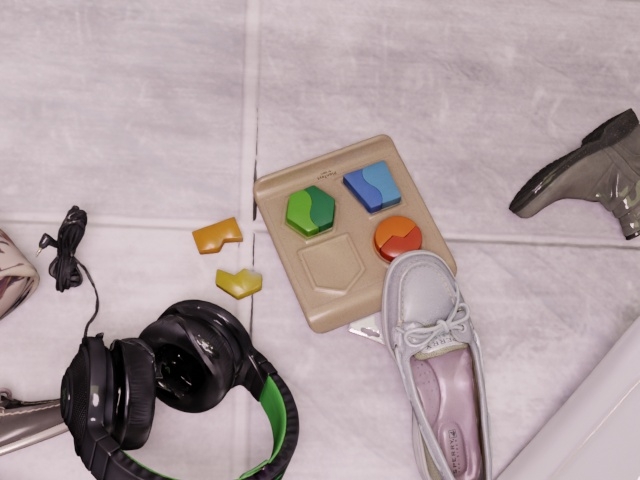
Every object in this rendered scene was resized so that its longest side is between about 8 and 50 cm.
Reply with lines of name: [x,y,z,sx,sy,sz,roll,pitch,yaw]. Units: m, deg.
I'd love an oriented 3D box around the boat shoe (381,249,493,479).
boat shoe: [0.155,0.169,0.991,0.118,0.103,0.320,-8,91,-12]

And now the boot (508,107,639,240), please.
boot: [0.402,-0.064,1.123,0.246,0.083,0.161,-35,90,-13]

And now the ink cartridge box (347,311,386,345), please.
ink cartridge box: [0.081,0.080,1.065,0.063,0.029,0.115,21,75,0]

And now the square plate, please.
square plate: [0.439,0.320,0.983,0.347,0.049,0.344,39,96,6]

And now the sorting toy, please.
sorting toy: [0.000,0.000,1.046,0.307,0.041,0.229,-21,72,-9]

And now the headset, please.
headset: [-0.189,0.132,0.904,0.394,0.185,0.243,39,36,27]

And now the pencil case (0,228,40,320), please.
pencil case: [-0.532,-0.047,0.937,0.183,0.160,0.410,-43,86,-4]

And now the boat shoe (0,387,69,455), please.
boat shoe: [-0.441,0.220,0.915,0.335,0.112,0.095,-16,85,-8]
